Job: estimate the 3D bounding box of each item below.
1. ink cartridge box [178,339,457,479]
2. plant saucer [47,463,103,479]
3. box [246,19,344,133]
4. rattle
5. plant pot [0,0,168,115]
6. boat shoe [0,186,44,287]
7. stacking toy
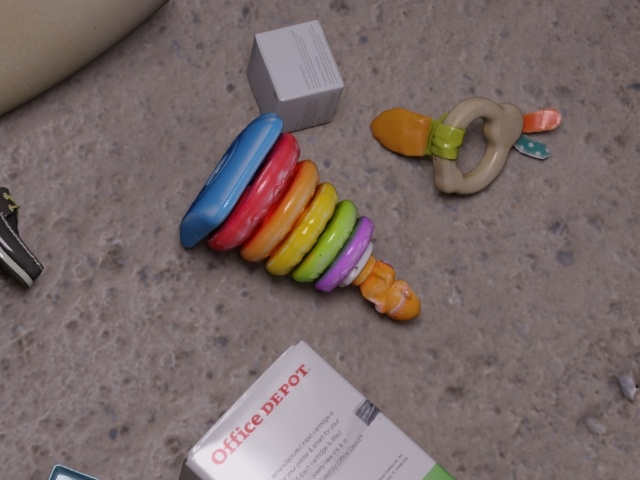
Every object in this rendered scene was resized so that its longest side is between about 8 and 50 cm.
[{"bbox_3d":[0.004,0.281,1.744,0.273,0.115,0.198,42,67,7],"label":"ink cartridge box"},{"bbox_3d":[-0.300,0.347,1.714,0.067,0.018,0.192,21,66,-1],"label":"plant saucer"},{"bbox_3d":[-0.033,-0.202,1.932,0.087,0.101,0.102,-16,71,-16],"label":"box"},{"bbox_3d":[0.190,-0.138,1.989,0.199,0.142,0.130,-29,109,-35],"label":"rattle"},{"bbox_3d":[-0.348,-0.288,1.853,0.256,0.256,0.274,40,84,6],"label":"plant pot"},{"bbox_3d":[-0.395,-0.043,1.813,0.068,0.081,0.228,-41,78,-18],"label":"boat shoe"},{"bbox_3d":[0.000,0.000,1.848,0.302,0.175,0.166,35,69,-8],"label":"stacking toy"}]
